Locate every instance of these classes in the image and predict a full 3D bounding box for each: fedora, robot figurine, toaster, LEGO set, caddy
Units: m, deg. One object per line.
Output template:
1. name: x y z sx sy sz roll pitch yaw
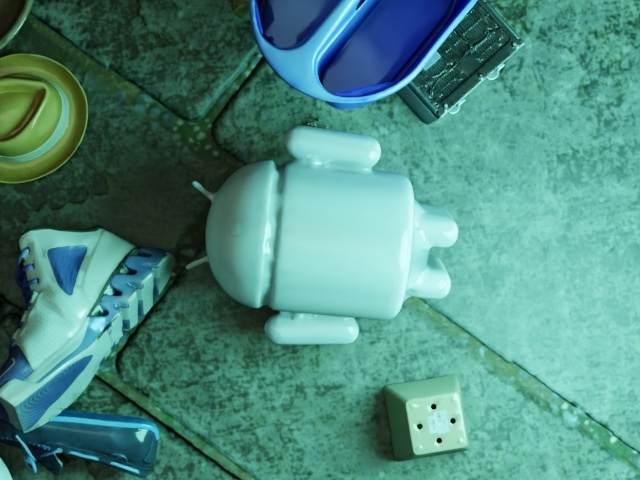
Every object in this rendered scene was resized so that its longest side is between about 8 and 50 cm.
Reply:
1. fedora: -0.421 -0.175 1.544 0.194 0.079 0.194 0 85 -4
2. robot figurine: 0.000 0.000 1.493 0.353 0.200 0.300 6 100 -3
3. toaster: 0.160 -0.276 1.566 0.168 0.110 0.186 -42 89 -6
4. LEGO set: 0.010 -0.137 1.596 0.054 0.023 0.083 -19 74 -6
5. caddy: 0.061 -0.324 1.416 0.241 0.179 0.341 39 85 -1

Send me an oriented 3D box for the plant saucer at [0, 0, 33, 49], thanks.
1. plant saucer: -0.535 -0.370 1.573 0.277 0.041 0.278 0 85 -3

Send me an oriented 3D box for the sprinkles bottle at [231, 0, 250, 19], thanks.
1. sprinkles bottle: -0.094 -0.495 1.565 0.121 0.121 0.356 -10 87 -4

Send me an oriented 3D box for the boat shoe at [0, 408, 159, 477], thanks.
1. boat shoe: -0.350 0.276 1.503 0.258 0.109 0.089 7 89 0

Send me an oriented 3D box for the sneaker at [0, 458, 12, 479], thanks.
1. sneaker: -0.443 0.384 1.512 0.094 0.080 0.212 -13 102 29

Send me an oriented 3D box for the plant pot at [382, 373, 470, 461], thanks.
1. plant pot: 0.151 0.247 1.534 0.109 0.096 0.109 -9 86 -3

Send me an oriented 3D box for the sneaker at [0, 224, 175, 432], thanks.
1. sneaker: -0.357 0.091 1.491 0.182 0.127 0.315 32 57 12
